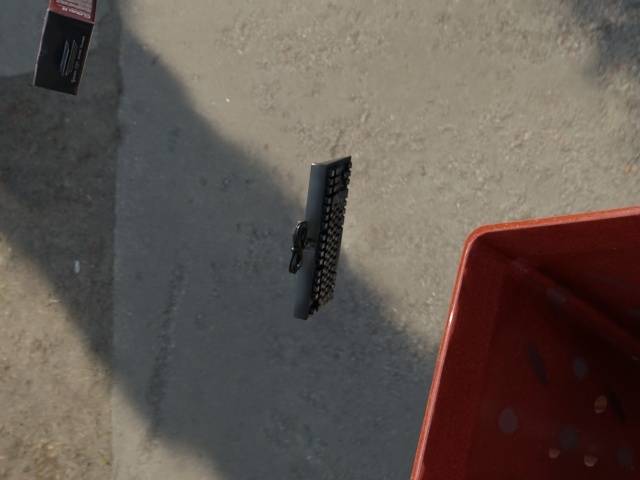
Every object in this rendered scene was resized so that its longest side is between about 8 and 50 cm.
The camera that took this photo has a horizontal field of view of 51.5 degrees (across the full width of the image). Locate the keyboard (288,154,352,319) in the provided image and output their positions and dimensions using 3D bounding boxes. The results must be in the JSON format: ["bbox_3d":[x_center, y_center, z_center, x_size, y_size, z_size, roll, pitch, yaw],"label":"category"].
[{"bbox_3d":[0.000,0.000,0.734,0.023,0.108,0.180,17,112,27],"label":"keyboard"}]

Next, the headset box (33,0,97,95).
[{"bbox_3d":[-0.183,-0.151,0.480,0.062,0.032,0.083,-59,32,36],"label":"headset box"}]

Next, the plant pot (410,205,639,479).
[{"bbox_3d":[0.249,0.145,0.455,0.267,0.236,0.267,-8,60,54],"label":"plant pot"}]
